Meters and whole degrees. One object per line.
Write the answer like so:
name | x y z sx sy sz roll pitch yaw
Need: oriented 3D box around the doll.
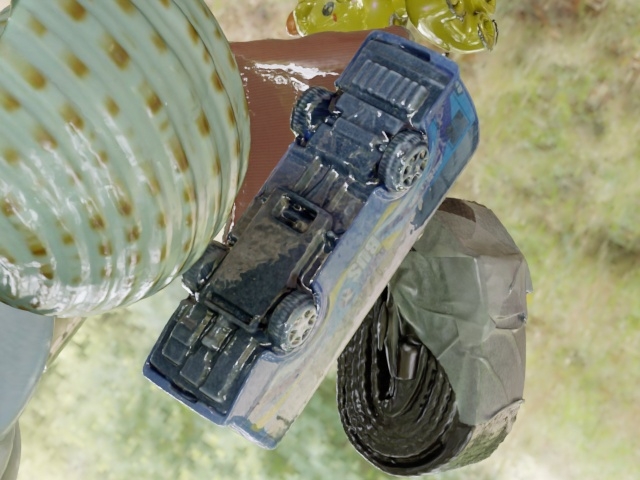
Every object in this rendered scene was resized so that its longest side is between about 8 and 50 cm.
doll | 0.056 -0.223 1.373 0.220 0.143 0.135 -13 151 29

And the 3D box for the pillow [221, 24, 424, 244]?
pillow | -0.003 -0.080 1.125 0.171 0.179 0.075 -4 180 6

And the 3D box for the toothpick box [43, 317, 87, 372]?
toothpick box | -0.191 -0.005 0.993 0.111 0.181 0.111 28 155 14

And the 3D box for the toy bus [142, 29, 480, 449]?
toy bus | -0.002 0.000 0.779 0.079 0.236 0.094 30 169 27

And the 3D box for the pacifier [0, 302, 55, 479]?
pacifier | -0.266 0.044 0.637 0.244 0.299 0.233 51 159 24

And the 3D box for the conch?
conch | -0.095 -0.034 0.572 0.131 0.200 0.172 28 136 -19

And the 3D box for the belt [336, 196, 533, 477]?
belt | 0.112 0.098 1.432 0.184 0.289 0.164 8 -175 37
